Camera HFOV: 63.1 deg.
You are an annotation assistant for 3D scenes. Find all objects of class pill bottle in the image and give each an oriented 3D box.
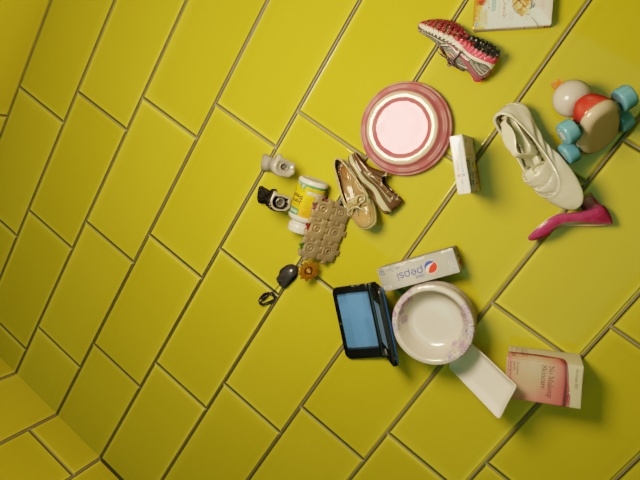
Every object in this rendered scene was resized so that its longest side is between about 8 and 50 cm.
[{"bbox_3d":[-0.054,-0.133,1.987,0.118,0.117,0.208,23,105,17],"label":"pill bottle"}]

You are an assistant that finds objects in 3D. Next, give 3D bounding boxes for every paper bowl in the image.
[{"bbox_3d":[0.405,0.282,1.842,0.284,0.148,0.284,3,99,21],"label":"paper bowl"}]

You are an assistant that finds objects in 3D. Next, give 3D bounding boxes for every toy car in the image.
[{"bbox_3d":[0.795,-0.404,1.606,0.219,0.210,0.238,-32,55,9],"label":"toy car"}]

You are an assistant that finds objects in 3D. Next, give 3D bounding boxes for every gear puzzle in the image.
[{"bbox_3d":[0.000,0.000,1.983,0.044,0.175,0.339,40,115,58],"label":"gear puzzle"}]

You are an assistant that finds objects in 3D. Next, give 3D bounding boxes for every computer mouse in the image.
[{"bbox_3d":[-0.177,0.184,2.120,0.071,0.041,0.242,45,111,10],"label":"computer mouse"}]

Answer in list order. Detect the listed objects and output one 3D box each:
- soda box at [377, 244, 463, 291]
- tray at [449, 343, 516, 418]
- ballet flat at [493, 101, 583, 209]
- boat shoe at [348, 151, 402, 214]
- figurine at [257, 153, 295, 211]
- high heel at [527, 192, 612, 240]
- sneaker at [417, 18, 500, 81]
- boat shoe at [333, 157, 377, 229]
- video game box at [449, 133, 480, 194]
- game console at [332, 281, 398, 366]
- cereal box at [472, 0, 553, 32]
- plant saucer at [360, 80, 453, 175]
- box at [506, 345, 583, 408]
[{"bbox_3d":[0.355,0.101,1.865,0.286,0.098,0.091,-18,89,22],"label":"soda box"},{"bbox_3d":[0.557,0.463,1.793,0.270,0.030,0.145,47,126,51],"label":"tray"},{"bbox_3d":[0.669,-0.256,1.649,0.139,0.139,0.400,-32,77,22],"label":"ballet flat"},{"bbox_3d":[0.205,-0.223,1.891,0.095,0.095,0.257,-34,96,20],"label":"boat shoe"},{"bbox_3d":[-0.189,-0.231,2.016,0.209,0.092,0.214,23,108,59],"label":"figurine"},{"bbox_3d":[0.801,-0.041,1.679,0.244,0.082,0.117,-33,74,9],"label":"high heel"},{"bbox_3d":[0.440,-0.638,1.730,0.299,0.121,0.112,42,140,20],"label":"sneaker"},{"bbox_3d":[0.115,-0.169,1.897,0.105,0.089,0.285,-31,70,18],"label":"boat shoe"},{"bbox_3d":[0.478,-0.248,1.714,0.048,0.205,0.187,-10,92,27],"label":"video game box"},{"bbox_3d":[0.161,0.314,1.935,0.173,0.250,0.293,-13,93,-2],"label":"game console"},{"bbox_3d":[0.619,-0.767,1.673,0.240,0.047,0.173,4,99,21],"label":"cereal box"},{"bbox_3d":[0.293,-0.393,1.833,0.332,0.084,0.332,3,99,21],"label":"plant saucer"},{"bbox_3d":[0.743,0.452,1.740,0.232,0.127,0.148,3,98,22],"label":"box"}]
